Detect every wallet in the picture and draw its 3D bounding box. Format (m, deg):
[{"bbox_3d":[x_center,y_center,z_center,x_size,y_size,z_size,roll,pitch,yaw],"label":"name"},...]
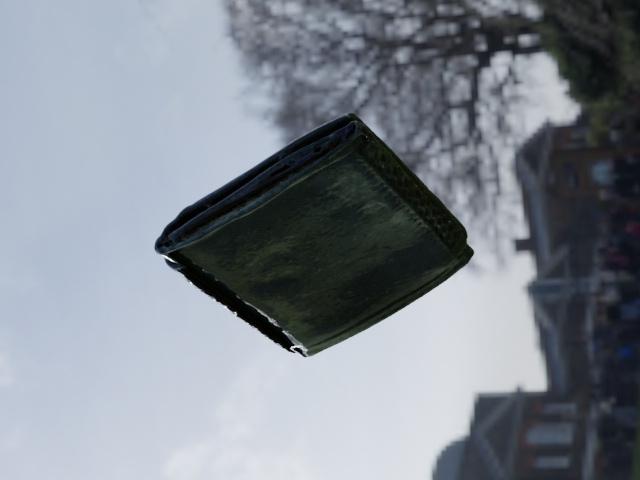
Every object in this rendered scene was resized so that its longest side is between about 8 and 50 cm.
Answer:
[{"bbox_3d":[0.000,0.000,1.583,0.342,0.237,0.075,40,-161,-58],"label":"wallet"}]
